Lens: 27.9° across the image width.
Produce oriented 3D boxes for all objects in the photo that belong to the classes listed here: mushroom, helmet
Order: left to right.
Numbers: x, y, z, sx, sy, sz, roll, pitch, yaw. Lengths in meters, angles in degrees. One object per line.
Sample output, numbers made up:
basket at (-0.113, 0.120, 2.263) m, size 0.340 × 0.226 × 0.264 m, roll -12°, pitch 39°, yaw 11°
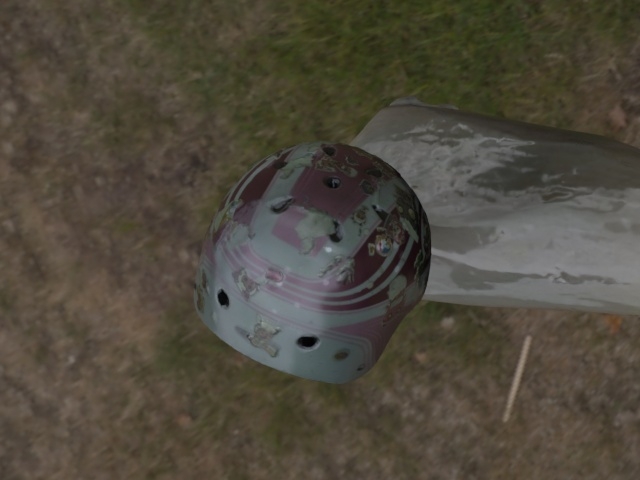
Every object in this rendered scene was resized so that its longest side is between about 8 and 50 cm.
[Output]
helmet at (-0.003, -0.002, 0.869) m, size 0.153 × 0.177 × 0.107 m, roll 24°, pitch 156°, yaw 13°
mushroom at (0.178, -0.015, 0.995) m, size 0.407 × 0.154 × 0.137 m, roll 7°, pitch 138°, yaw 18°
